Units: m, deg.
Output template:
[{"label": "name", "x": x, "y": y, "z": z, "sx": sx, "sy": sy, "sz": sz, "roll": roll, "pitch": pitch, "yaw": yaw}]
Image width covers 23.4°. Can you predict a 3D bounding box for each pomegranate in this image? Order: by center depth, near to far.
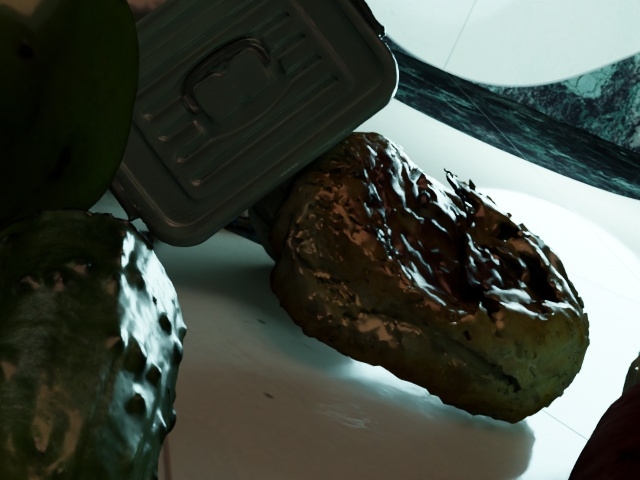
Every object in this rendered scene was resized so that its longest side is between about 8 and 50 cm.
[{"label": "pomegranate", "x": -0.220, "y": -0.084, "z": 0.986, "sx": 0.236, "sy": 0.236, "sz": 0.302, "roll": 28, "pitch": -12, "yaw": 14}]

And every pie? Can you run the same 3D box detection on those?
[{"label": "pie", "x": 0.095, "y": 0.024, "z": 1.214, "sx": 0.308, "sy": 0.085, "sz": 0.308, "roll": 28, "pitch": 31, "yaw": -18}]

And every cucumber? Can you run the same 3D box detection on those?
[{"label": "cucumber", "x": -0.124, "y": 0.087, "z": 0.688, "sx": 0.134, "sy": 0.134, "sz": 0.244, "roll": 21, "pitch": 19, "yaw": -14}]

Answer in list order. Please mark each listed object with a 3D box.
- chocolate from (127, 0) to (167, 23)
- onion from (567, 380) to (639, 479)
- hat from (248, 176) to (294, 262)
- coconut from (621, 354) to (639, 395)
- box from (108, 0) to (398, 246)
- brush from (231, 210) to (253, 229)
[{"label": "chocolate", "x": -0.190, "y": -0.179, "z": 1.362, "sx": 0.283, "sy": 0.186, "sz": 0.283, "roll": 21, "pitch": 16, "yaw": -6}, {"label": "onion", "x": 0.285, "y": 0.160, "z": 0.697, "sx": 0.347, "sy": 0.285, "sz": 0.347, "roll": 11, "pitch": 42, "yaw": -10}, {"label": "hat", "x": 0.000, "y": 0.000, "z": 1.333, "sx": 0.147, "sy": 0.085, "sz": 0.175, "roll": 61, "pitch": 3, "yaw": 14}, {"label": "coconut", "x": 0.323, "y": 0.127, "z": 1.035, "sx": 0.241, "sy": 0.241, "sz": 0.241, "roll": 23, "pitch": 14, "yaw": -6}, {"label": "box", "x": -0.073, "y": -0.109, "z": 1.196, "sx": 0.163, "sy": 0.243, "sz": 0.135, "roll": 52, "pitch": -10, "yaw": -1}, {"label": "brush", "x": -0.110, "y": -0.050, "z": 1.408, "sx": 0.164, "sy": 0.014, "sz": 0.051, "roll": 34, "pitch": 16, "yaw": 37}]
